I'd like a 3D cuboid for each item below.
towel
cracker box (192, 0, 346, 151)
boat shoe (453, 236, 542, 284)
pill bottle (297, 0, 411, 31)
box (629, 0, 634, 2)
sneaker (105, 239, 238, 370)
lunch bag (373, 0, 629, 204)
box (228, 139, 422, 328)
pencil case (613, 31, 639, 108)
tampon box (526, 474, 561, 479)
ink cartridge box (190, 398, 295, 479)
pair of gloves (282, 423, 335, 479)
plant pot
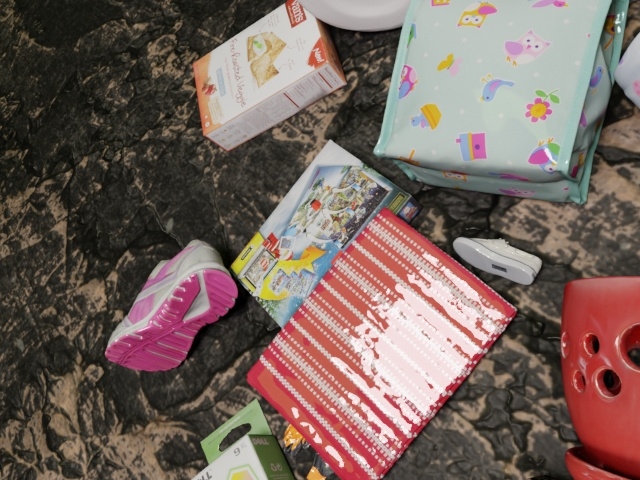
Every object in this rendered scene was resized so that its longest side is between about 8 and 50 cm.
[{"bbox_3d":[0.060,0.124,0.634,0.199,0.031,0.275,40,94,20],"label":"towel"},{"bbox_3d":[-0.087,-0.265,0.872,0.232,0.067,0.155,-25,62,20],"label":"cracker box"},{"bbox_3d":[0.200,0.015,0.621,0.100,0.035,0.035,24,58,39],"label":"boat shoe"},{"bbox_3d":[0.081,-0.529,0.774,0.229,0.229,0.407,-3,70,30],"label":"pill bottle"},{"bbox_3d":[0.429,-0.395,0.570,0.247,0.142,0.163,-15,65,26],"label":"box"},{"bbox_3d":[-0.215,0.096,0.799,0.252,0.103,0.111,-39,36,20],"label":"sneaker"},{"bbox_3d":[0.206,-0.190,0.617,0.223,0.160,0.262,11,84,34],"label":"lunch bag"},{"bbox_3d":[0.000,0.000,0.733,0.233,0.044,0.159,-51,56,4],"label":"box"},{"bbox_3d":[0.386,-0.095,0.477,0.124,0.113,0.273,-26,69,-3],"label":"pencil case"},{"bbox_3d":[0.249,0.276,0.446,0.161,0.101,0.120,5,74,33],"label":"tampon box"},{"bbox_3d":[-0.090,0.306,0.660,0.109,0.062,0.209,-41,56,12],"label":"ink cartridge box"},{"bbox_3d":[-0.007,0.246,0.666,0.083,0.010,0.074,38,93,34],"label":"pair of gloves"},{"bbox_3d":[0.287,0.125,0.434,0.191,0.191,0.174,6,83,32],"label":"plant pot"}]
